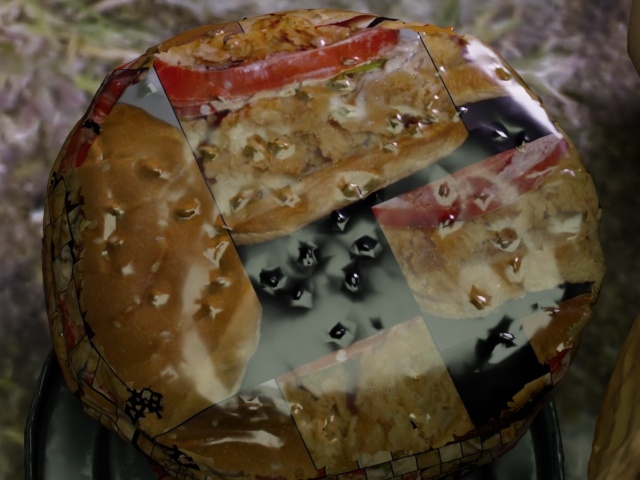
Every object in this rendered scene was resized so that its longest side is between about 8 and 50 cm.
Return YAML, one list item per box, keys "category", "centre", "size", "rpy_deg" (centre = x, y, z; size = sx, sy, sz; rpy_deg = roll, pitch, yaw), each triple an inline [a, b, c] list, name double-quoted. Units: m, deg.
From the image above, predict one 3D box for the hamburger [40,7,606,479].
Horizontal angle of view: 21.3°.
- category: "hamburger"
  centre: [0.000, 0.000, 0.677]
  size: [0.230, 0.107, 0.231]
  rpy_deg: [1, 73, -2]

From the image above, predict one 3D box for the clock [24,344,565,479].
- category: "clock"
  centre: [-0.011, 0.095, 0.715]
  size: [0.226, 0.049, 0.226]
  rpy_deg: [3, 66, -6]

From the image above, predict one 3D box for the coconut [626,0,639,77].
- category: "coconut"
  centre: [0.284, -0.073, 0.680]
  size: [0.322, 0.323, 0.323]
  rpy_deg: [2, 67, -5]

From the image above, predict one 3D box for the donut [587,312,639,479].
- category: "donut"
  centre: [0.275, 0.087, 0.538]
  size: [0.377, 0.435, 0.163]
  rpy_deg: [35, 52, -26]
